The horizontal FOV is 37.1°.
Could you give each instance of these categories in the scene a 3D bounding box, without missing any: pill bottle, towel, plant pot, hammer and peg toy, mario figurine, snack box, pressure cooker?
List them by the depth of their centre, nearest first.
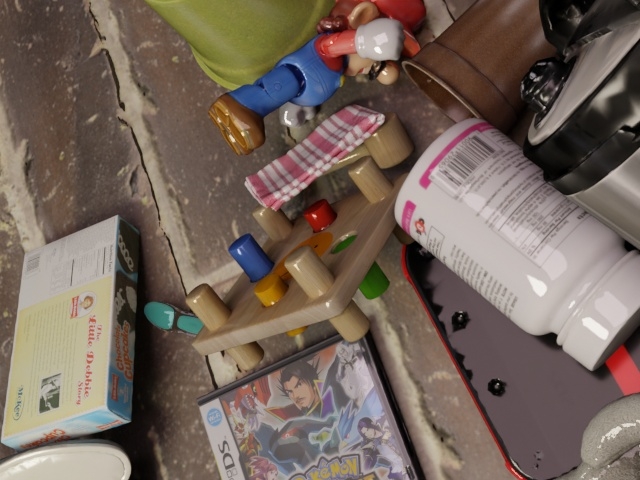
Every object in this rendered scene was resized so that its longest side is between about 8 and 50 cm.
[{"bbox_3d":[0.396,-0.148,0.911,0.420,0.370,0.376,34,52,0],"label":"pressure cooker"},{"bbox_3d":[0.235,0.004,1.067,0.283,0.160,0.160,42,100,22],"label":"pill bottle"},{"bbox_3d":[0.218,-0.228,1.195,0.165,0.167,0.167,-48,66,3],"label":"plant pot"},{"bbox_3d":[0.000,0.000,1.228,0.265,0.361,0.127,-21,115,40],"label":"hammer and peg toy"},{"bbox_3d":[-0.010,-0.117,1.272,0.197,0.144,0.029,-39,109,-3],"label":"towel"},{"bbox_3d":[0.019,-0.214,1.272,0.320,0.170,0.198,-37,43,-9],"label":"mario figurine"},{"bbox_3d":[-0.133,-0.371,1.322,0.276,0.254,0.276,-5,79,24],"label":"plant pot"},{"bbox_3d":[-0.360,0.133,1.394,0.187,0.060,0.322,-20,53,21],"label":"snack box"}]

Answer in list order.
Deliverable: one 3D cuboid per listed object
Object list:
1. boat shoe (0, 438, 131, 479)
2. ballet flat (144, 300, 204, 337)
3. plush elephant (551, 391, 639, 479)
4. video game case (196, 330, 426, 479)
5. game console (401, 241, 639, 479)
[{"bbox_3d":[-0.416,0.333,1.338,0.319,0.099,0.116,-19,111,4],"label":"boat shoe"},{"bbox_3d":[-0.206,0.118,1.395,0.114,0.041,0.041,15,88,27],"label":"ballet flat"},{"bbox_3d":[0.404,0.242,0.939,0.271,0.255,0.330,32,98,10],"label":"plush elephant"},{"bbox_3d":[-0.016,0.280,1.283,0.274,0.035,0.248,-27,71,19],"label":"video game case"},{"bbox_3d":[0.309,0.076,1.162,0.342,0.060,0.387,-31,71,12],"label":"game console"}]
